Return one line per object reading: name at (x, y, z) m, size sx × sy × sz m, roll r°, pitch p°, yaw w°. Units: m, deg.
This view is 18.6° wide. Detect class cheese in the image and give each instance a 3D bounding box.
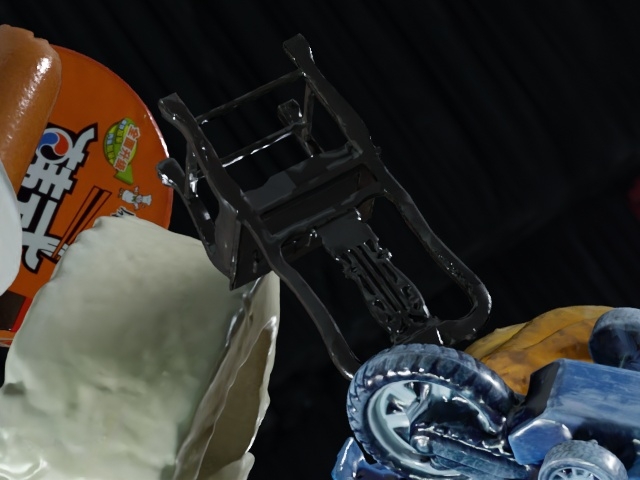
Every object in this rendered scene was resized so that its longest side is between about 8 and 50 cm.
cheese at (-0.140, 0.157, 1.469) m, size 0.292 × 0.153 × 0.332 m, roll -64°, pitch 169°, yaw -46°

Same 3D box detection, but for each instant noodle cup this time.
instant noodle cup at (-0.260, -0.021, 1.676) m, size 0.250 × 0.250 × 0.192 m, roll -34°, pitch 172°, yaw -17°

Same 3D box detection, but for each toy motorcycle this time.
toy motorcycle at (0.126, 0.109, 0.809) m, size 0.092 × 0.254 × 0.135 m, roll -64°, pitch 160°, yaw -46°

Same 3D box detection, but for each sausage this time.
sausage at (-0.237, -0.062, 1.348) m, size 0.076 × 0.076 × 0.197 m, roll -44°, pitch -154°, yaw 56°

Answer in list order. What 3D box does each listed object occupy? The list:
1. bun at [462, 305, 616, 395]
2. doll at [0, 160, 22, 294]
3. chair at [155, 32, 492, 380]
bun at (0.157, 0.166, 1.466) m, size 0.299 × 0.165 × 0.299 m, roll -32°, pitch -142°, yaw 29°
doll at (-0.352, -0.085, 1.042) m, size 0.423 × 0.348 × 0.161 m, roll -2°, pitch -135°, yaw 43°
chair at (0.000, 0.000, 1.171) m, size 0.106 × 0.229 × 0.113 m, roll -27°, pitch 159°, yaw -15°
